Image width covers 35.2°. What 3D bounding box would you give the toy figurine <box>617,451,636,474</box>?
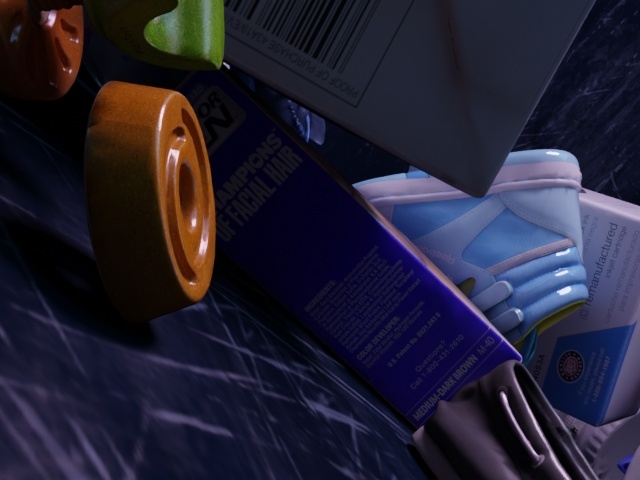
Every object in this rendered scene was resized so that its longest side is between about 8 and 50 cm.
[{"bbox_3d":[0.387,0.274,1.005,0.191,0.217,0.363,1,-68,66],"label":"toy figurine"}]

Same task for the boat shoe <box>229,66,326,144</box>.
[{"bbox_3d":[-0.038,-0.120,1.077,0.109,0.089,0.258,-117,-167,-47],"label":"boat shoe"}]

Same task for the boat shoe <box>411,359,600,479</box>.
[{"bbox_3d":[0.176,0.194,0.606,0.112,0.095,0.335,40,5,-43],"label":"boat shoe"}]

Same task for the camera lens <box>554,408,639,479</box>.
[{"bbox_3d":[0.431,0.276,1.494,0.219,0.219,0.274,43,3,-18],"label":"camera lens"}]

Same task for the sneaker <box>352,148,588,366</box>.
[{"bbox_3d":[0.117,0.038,1.017,0.127,0.318,0.208,26,54,-72],"label":"sneaker"}]

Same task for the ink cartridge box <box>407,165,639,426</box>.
[{"bbox_3d":[0.230,0.041,1.140,0.307,0.223,0.129,23,14,35],"label":"ink cartridge box"}]

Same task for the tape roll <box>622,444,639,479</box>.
[{"bbox_3d":[0.399,0.259,0.857,0.286,0.286,0.100,46,5,30],"label":"tape roll"}]

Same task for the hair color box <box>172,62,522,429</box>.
[{"bbox_3d":[0.000,0.000,0.846,0.339,0.110,0.185,42,5,-8],"label":"hair color box"}]

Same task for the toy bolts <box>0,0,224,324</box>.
[{"bbox_3d":[-0.141,-0.081,0.402,0.228,0.158,0.218,63,23,-71],"label":"toy bolts"}]

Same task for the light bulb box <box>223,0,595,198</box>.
[{"bbox_3d":[-0.036,-0.243,0.757,0.357,0.225,0.361,26,7,-26],"label":"light bulb box"}]

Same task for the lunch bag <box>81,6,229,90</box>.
[{"bbox_3d":[-0.177,-0.219,1.052,0.262,0.160,0.223,57,0,-3],"label":"lunch bag"}]
